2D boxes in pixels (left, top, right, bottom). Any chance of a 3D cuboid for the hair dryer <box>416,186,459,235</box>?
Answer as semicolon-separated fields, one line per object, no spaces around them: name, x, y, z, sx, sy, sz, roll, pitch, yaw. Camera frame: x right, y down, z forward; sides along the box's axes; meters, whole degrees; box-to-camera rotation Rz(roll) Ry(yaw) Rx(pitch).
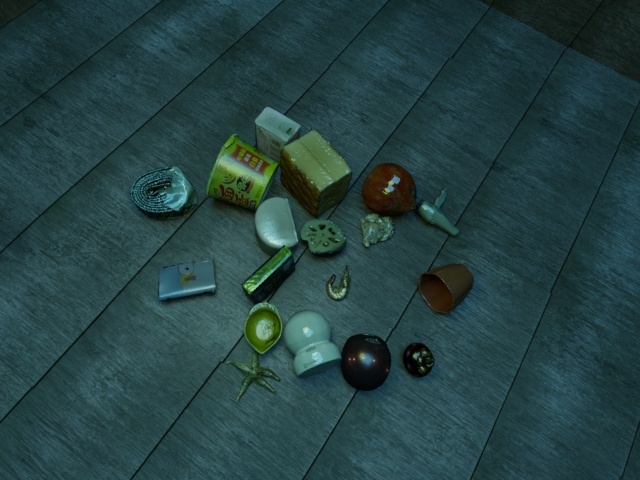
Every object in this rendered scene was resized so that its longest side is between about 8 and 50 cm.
hair dryer;0.570;-0.122;1.911;0.224;0.088;0.219;-28;79;-31

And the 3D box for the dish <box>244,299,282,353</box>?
dish;-0.222;0.344;1.639;0.148;0.080;0.208;3;69;1

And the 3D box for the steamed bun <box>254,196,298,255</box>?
steamed bun;-0.198;-0.054;1.767;0.164;0.146;0.242;-12;71;-13

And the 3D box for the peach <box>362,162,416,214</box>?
peach;0.318;-0.212;1.835;0.232;0.232;0.257;-32;56;-16

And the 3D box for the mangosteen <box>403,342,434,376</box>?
mangosteen;0.388;0.463;1.609;0.140;0.140;0.140;2;68;-4

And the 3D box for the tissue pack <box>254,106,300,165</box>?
tissue pack;-0.197;-0.465;1.894;0.185;0.225;0.124;34;69;9

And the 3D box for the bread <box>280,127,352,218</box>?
bread;-0.024;-0.282;1.806;0.207;0.279;0.279;-37;72;-18

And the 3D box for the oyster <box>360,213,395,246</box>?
oyster;0.250;-0.050;1.842;0.163;0.081;0.191;20;71;-1

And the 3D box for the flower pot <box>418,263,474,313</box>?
flower pot;0.533;0.182;1.721;0.173;0.191;0.191;-27;72;-25

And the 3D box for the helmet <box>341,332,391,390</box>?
helmet;0.172;0.463;1.578;0.189;0.193;0.216;14;96;0

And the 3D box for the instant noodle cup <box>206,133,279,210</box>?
instant noodle cup;-0.324;-0.275;1.781;0.221;0.311;0.311;24;68;-5

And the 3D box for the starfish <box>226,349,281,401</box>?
starfish;-0.261;0.516;1.590;0.223;0.050;0.217;22;75;10

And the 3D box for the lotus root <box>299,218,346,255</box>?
lotus root;0.004;0.000;1.803;0.203;0.078;0.183;4;54;-11

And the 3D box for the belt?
belt;-0.669;-0.197;1.787;0.257;0.150;0.207;-12;78;-8

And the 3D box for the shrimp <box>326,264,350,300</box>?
shrimp;0.078;0.176;1.761;0.095;0.045;0.163;7;71;21

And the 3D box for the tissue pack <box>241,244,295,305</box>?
tissue pack;-0.204;0.146;1.672;0.073;0.173;0.235;41;71;18

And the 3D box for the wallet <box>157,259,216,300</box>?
wallet;-0.543;0.164;1.693;0.230;0.069;0.170;-9;51;-12

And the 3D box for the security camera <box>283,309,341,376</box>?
security camera;-0.044;0.380;1.583;0.194;0.195;0.236;-20;65;-12
